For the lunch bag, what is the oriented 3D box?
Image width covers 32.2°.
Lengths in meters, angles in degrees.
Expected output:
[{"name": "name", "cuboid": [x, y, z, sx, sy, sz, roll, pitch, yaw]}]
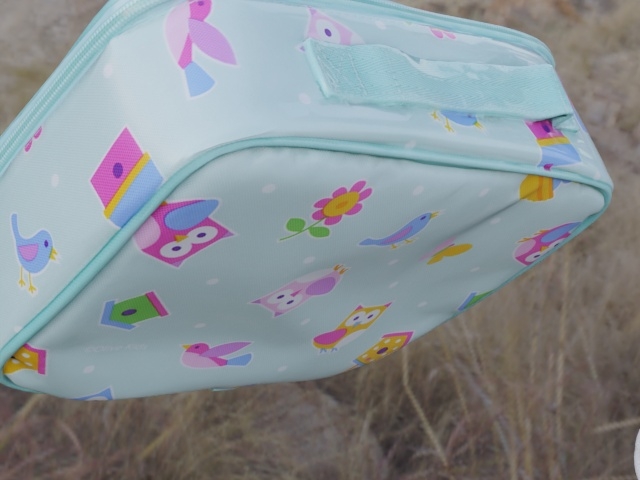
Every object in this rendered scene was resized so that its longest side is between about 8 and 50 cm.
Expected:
[{"name": "lunch bag", "cuboid": [-0.006, -0.021, 0.523, 0.279, 0.224, 0.108, 1, 56, -44]}]

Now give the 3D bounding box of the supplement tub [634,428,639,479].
[{"name": "supplement tub", "cuboid": [0.329, 0.187, 0.938, 0.107, 0.071, 0.071, 7, 32, -11]}]
